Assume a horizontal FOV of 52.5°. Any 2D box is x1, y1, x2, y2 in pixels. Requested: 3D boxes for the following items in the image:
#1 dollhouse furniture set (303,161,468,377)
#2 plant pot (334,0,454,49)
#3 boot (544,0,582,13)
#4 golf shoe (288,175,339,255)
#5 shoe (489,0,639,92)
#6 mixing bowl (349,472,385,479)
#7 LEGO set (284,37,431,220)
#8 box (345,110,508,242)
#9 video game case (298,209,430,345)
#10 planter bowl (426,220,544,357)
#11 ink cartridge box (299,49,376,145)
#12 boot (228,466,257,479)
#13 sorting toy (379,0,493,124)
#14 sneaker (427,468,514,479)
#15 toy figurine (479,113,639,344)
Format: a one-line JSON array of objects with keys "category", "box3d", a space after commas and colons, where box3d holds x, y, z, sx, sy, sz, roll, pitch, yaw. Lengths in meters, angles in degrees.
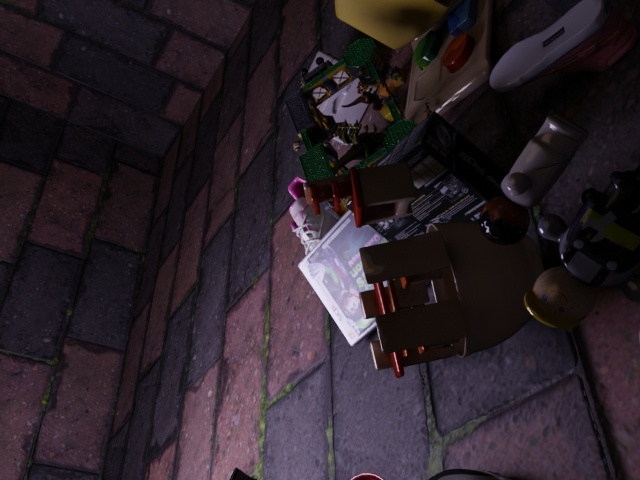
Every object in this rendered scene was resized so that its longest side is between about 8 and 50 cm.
[{"category": "dollhouse furniture set", "box3d": [0.071, 0.043, 0.815, 0.262, 0.135, 0.259, 78, 180, -75]}, {"category": "plant pot", "box3d": [0.140, -0.491, 1.209, 0.212, 0.212, 0.187, -65, 6, -25]}, {"category": "boot", "box3d": [0.321, -0.397, 0.759, 0.338, 0.223, 0.118, -19, 54, 59]}, {"category": "golf shoe", "box3d": [0.000, 0.000, 1.211, 0.115, 0.140, 0.306, -47, 34, 38]}, {"category": "shoe", "box3d": [0.307, -0.231, 0.827, 0.178, 0.081, 0.063, -32, 44, 49]}, {"category": "mixing bowl", "box3d": [0.086, 0.384, 0.784, 0.181, 0.098, 0.181, -45, 34, 41]}, {"category": "LEGO set", "box3d": [0.085, -0.169, 1.148, 0.255, 0.192, 0.331, -38, 51, 12]}, {"category": "box", "box3d": [0.150, -0.070, 0.929, 0.180, 0.147, 0.077, -40, 16, 48]}, {"category": "video game case", "box3d": [0.063, 0.053, 1.056, 0.190, 0.022, 0.173, -47, 69, 35]}, {"category": "planter bowl", "box3d": [0.198, 0.048, 0.766, 0.162, 0.109, 0.162, 169, 90, -90]}, {"category": "ink cartridge box", "box3d": [0.027, -0.325, 1.460, 0.158, 0.092, 0.218, -62, 24, 15]}, {"category": "boot", "box3d": [-0.064, 0.451, 0.962, 0.083, 0.161, 0.246, -63, 25, 15]}, {"category": "sorting toy", "box3d": [0.192, -0.311, 1.173, 0.307, 0.041, 0.229, -34, 42, 51]}, {"category": "sneaker", "box3d": [0.178, 0.305, 0.650, 0.271, 0.108, 0.100, 20, 91, 67]}, {"category": "toy figurine", "box3d": [0.263, 0.002, 0.591, 0.148, 0.210, 0.213, -63, 24, 27]}]
